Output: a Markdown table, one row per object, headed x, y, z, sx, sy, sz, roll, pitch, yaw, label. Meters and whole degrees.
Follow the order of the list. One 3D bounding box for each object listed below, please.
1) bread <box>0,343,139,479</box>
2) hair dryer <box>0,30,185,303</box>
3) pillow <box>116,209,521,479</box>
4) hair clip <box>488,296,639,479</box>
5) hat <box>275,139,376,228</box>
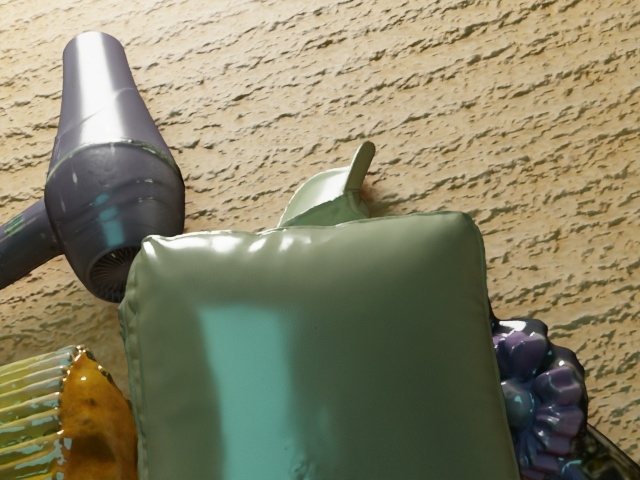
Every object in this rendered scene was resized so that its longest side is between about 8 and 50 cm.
| x | y | z | sx | sy | sz | roll | pitch | yaw | label |
| --- | --- | --- | --- | --- | --- | --- | --- | --- | --- |
| -0.170 | 0.201 | 0.700 | 0.133 | 0.179 | 0.250 | -20 | 64 | 6 | bread |
| -0.297 | -0.024 | 0.925 | 0.361 | 0.121 | 0.301 | -27 | 48 | 8 | hair dryer |
| 0.005 | 0.142 | 0.642 | 0.256 | 0.120 | 0.322 | -5 | 72 | -6 | pillow |
| 0.124 | 0.091 | 0.733 | 0.292 | 0.085 | 0.106 | 47 | 123 | 35 | hair clip |
| -0.002 | -0.007 | 0.840 | 0.122 | 0.081 | 0.166 | -28 | 27 | 48 | hat |
